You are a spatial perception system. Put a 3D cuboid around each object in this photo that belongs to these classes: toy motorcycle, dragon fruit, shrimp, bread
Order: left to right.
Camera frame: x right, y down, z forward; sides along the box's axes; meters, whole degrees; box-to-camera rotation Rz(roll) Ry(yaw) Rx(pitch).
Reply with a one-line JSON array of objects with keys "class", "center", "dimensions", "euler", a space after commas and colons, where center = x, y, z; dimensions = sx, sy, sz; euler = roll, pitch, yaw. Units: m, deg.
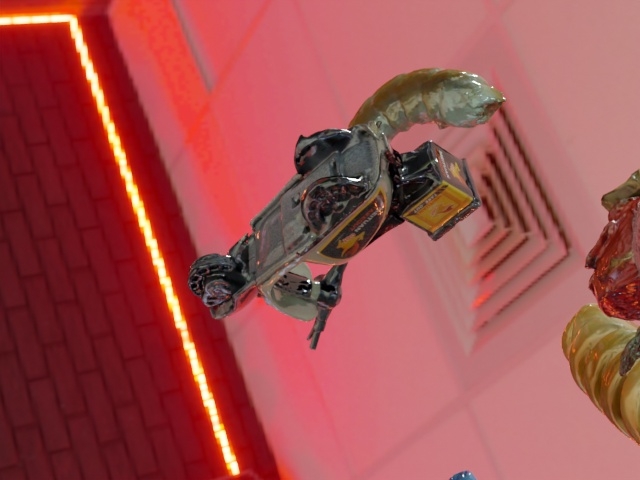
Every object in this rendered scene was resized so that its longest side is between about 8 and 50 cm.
[{"class": "toy motorcycle", "center": [0.000, 0.000, 1.057], "dimensions": [0.263, 0.157, 0.091], "euler": [-41, -139, 30]}, {"class": "shrimp", "center": [0.087, -0.090, 1.102], "dimensions": [0.161, 0.049, 0.166], "euler": [4, -117, 34]}, {"class": "bread", "center": [0.414, 0.186, 1.490], "dimensions": [0.121, 0.172, 0.311], "euler": [-59, -162, 9]}, {"class": "dragon fruit", "center": [0.254, 0.009, 0.911], "dimensions": [0.083, 0.162, 0.106], "euler": [-28, -121, 46]}]

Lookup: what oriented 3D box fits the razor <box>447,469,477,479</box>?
[{"class": "razor", "center": [0.070, 0.337, 1.308], "dimensions": [0.042, 0.253, 0.082], "euler": [56, -3, 14]}]

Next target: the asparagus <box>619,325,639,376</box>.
[{"class": "asparagus", "center": [0.368, 0.049, 1.181], "dimensions": [0.023, 0.022, 0.233], "euler": [39, -67, 14]}]
